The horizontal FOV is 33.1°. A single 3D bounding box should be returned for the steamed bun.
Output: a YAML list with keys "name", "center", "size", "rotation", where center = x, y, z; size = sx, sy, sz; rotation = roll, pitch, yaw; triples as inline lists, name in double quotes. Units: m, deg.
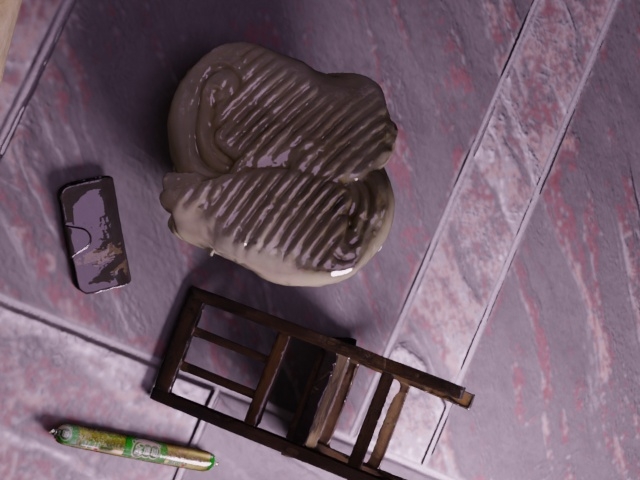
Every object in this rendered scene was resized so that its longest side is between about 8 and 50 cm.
- name: "steamed bun"
  center: [-0.060, -0.085, 1.497]
  size: [0.324, 0.219, 0.309]
  rotation: [11, 75, -7]

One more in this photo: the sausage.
- name: "sausage"
  center: [-0.259, 0.294, 1.526]
  size: [0.269, 0.033, 0.033]
  rotation: [19, 87, -32]

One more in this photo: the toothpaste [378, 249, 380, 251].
- name: "toothpaste"
  center: [0.000, 0.000, 1.639]
  size: [0.193, 0.045, 0.071]
  rotation: [-6, 91, -24]

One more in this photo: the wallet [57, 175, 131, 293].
- name: "wallet"
  center: [-0.308, -0.007, 1.466]
  size: [0.082, 0.018, 0.156]
  rotation: [-14, 104, -28]

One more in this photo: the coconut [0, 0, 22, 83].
- name: "coconut"
  center: [-0.462, -0.277, 1.191]
  size: [0.329, 0.329, 0.329]
  rotation: [-5, 99, -30]

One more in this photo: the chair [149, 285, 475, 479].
- name: "chair"
  center: [-0.004, 0.234, 1.599]
  size: [0.240, 0.416, 0.203]
  rotation: [38, 73, -75]
